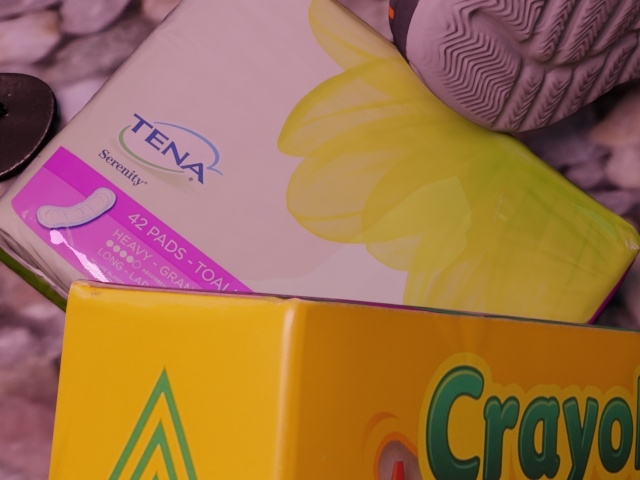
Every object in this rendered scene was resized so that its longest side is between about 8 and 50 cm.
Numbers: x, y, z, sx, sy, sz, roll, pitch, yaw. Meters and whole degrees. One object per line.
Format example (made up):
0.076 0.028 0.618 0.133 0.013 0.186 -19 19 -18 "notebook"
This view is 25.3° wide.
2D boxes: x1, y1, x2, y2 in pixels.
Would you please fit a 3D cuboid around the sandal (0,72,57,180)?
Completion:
-0.240 -0.062 0.816 0.179 0.040 0.067 -9 72 -9 "sandal"

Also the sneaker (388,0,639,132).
0.111 -0.166 0.815 0.321 0.125 0.180 -11 49 -49 "sneaker"

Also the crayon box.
0.048 0.184 0.564 0.106 0.363 0.313 5 88 36 "crayon box"

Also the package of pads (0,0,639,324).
0.000 0.000 0.789 0.296 0.101 0.229 37 71 7 "package of pads"
